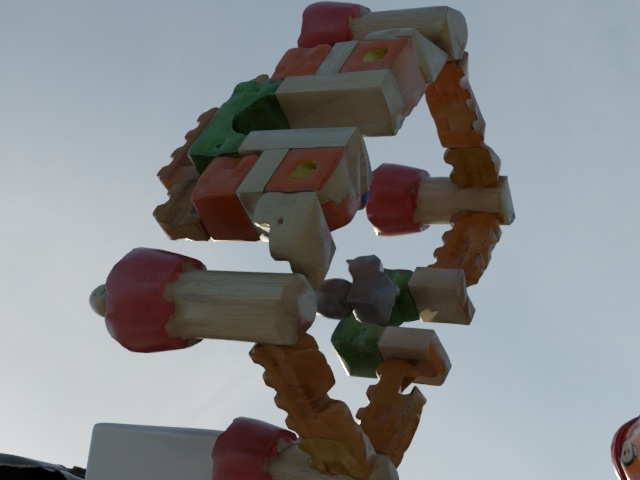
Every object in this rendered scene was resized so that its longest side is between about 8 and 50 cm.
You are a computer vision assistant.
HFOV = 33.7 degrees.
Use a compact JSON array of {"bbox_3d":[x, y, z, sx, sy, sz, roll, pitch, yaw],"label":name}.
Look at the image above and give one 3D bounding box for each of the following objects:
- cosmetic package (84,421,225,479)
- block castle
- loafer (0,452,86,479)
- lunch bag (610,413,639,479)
[{"bbox_3d":[-0.182,0.441,1.139,0.162,0.453,0.230,5,-17,-2],"label":"cosmetic package"},{"bbox_3d":[0.000,0.000,0.990,0.213,0.453,0.303,2,-46,31],"label":"block castle"},{"bbox_3d":[-0.349,0.361,1.388,0.366,0.133,0.130,22,-16,-35],"label":"loafer"},{"bbox_3d":[0.491,0.270,1.161,0.293,0.258,0.120,-18,-18,-27],"label":"lunch bag"}]
